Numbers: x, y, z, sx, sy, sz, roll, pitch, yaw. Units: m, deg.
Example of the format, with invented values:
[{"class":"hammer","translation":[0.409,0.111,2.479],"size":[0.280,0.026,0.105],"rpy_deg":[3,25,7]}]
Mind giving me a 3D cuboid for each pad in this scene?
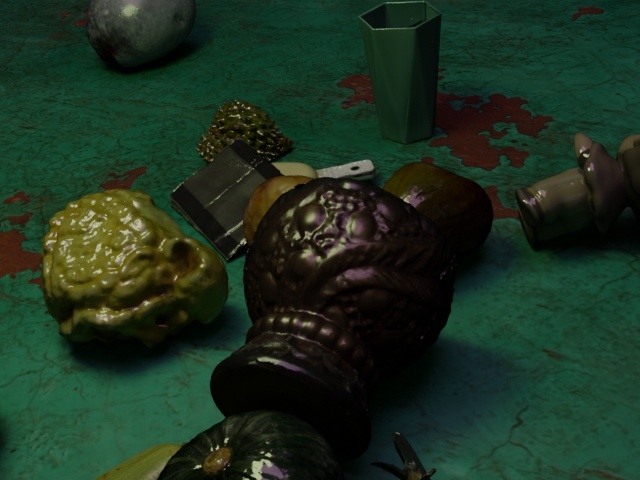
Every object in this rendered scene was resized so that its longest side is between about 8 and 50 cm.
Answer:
[{"class":"pad","translation":[-0.148,-0.074,1.444],"size":[0.174,0.022,0.233],"rpy_deg":[-40,44,-8]}]

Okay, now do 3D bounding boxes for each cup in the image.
[{"class":"cup","translation":[0.155,-0.308,1.584],"size":[0.148,0.236,0.134],"rpy_deg":[-35,44,-30]}]

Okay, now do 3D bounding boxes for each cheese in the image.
[{"class":"cheese","translation":[-0.021,-0.105,1.487],"size":[0.235,0.050,0.127],"rpy_deg":[-11,35,-6]}]

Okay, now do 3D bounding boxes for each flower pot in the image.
[{"class":"flower pot","translation":[0.008,0.105,1.030],"size":[0.266,0.267,0.267],"rpy_deg":[10,50,22]}]

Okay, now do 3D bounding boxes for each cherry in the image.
[{"class":"cherry","translation":[-0.423,-0.534,2.026],"size":[0.255,0.218,0.296],"rpy_deg":[5,48,18]}]

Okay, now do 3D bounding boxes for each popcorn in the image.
[{"class":"popcorn","translation":[-0.286,0.052,1.220],"size":[0.286,0.174,0.225],"rpy_deg":[34,67,30]}]

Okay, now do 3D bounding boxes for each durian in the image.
[{"class":"durian","translation":[-0.160,-0.202,1.598],"size":[0.186,0.108,0.119],"rpy_deg":[9,38,21]}]

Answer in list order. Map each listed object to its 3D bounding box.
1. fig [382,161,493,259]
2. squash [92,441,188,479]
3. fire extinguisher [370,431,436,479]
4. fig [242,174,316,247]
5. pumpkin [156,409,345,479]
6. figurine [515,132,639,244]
[{"class":"fig","translation":[0.130,-0.035,1.228],"size":[0.170,0.146,0.274],"rpy_deg":[26,22,32]},{"class":"squash","translation":[-0.200,0.286,0.955],"size":[0.094,0.094,0.224],"rpy_deg":[20,35,33]},{"class":"fire extinguisher","translation":[0.049,0.326,0.820],"size":[0.114,0.095,0.311],"rpy_deg":[40,44,-2]},{"class":"fig","translation":[0.000,0.000,1.242],"size":[0.159,0.159,0.257],"rpy_deg":[-28,36,-27]},{"class":"pumpkin","translation":[-0.074,0.272,0.879],"size":[0.211,0.152,0.212],"rpy_deg":[-15,26,8]},{"class":"figurine","translation":[0.476,-0.084,1.242],"size":[0.380,0.248,0.203],"rpy_deg":[-14,39,12]}]
